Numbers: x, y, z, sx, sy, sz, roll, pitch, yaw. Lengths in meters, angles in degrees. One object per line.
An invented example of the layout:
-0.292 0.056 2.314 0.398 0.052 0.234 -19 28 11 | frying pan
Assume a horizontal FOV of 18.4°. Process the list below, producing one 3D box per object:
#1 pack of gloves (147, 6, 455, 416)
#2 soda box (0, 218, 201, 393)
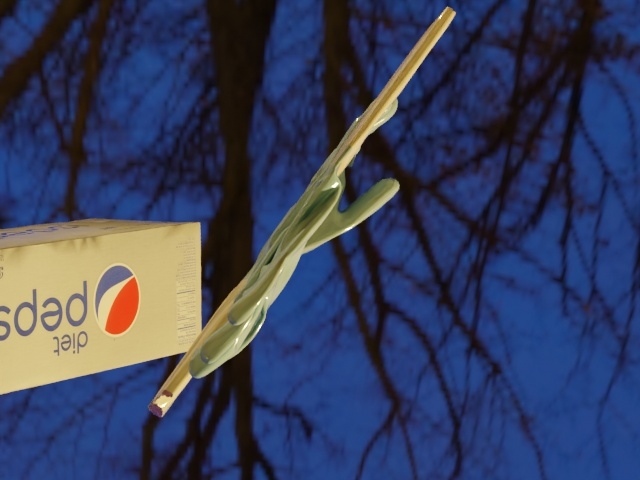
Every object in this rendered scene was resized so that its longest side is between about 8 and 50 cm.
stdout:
0.000 0.000 1.082 0.046 0.195 0.232 36 -107 -4 | pack of gloves
-0.196 0.041 1.246 0.098 0.091 0.286 3 -173 33 | soda box
